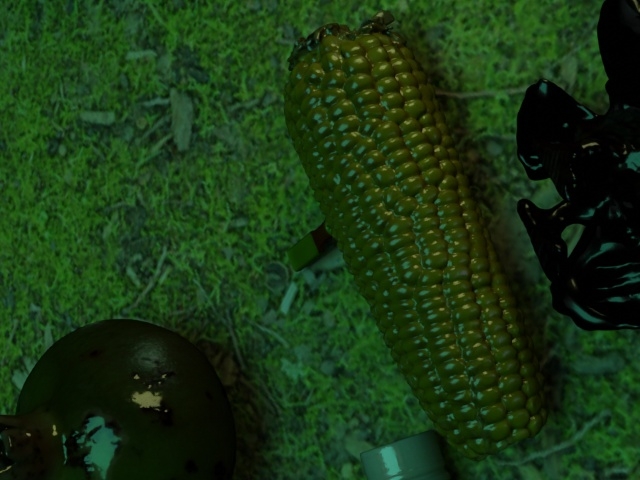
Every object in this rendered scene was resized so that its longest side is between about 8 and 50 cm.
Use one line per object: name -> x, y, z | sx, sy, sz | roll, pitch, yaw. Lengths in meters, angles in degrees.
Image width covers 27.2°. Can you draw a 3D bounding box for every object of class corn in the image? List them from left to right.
corn -> 0.060, -0.002, 0.878 | 0.106, 0.106, 0.305 | -27, 80, 33

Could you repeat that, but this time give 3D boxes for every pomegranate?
pomegranate -> -0.171, 0.146, 0.992 | 0.179, 0.210, 0.179 | -168, 90, -73

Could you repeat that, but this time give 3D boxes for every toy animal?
toy animal -> 0.210, -0.044, 0.791 | 0.179, 0.116, 0.218 | 4, 118, 3

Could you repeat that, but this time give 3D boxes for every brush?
brush -> 0.000, 0.000, 0.950 | 0.019, 0.021, 0.083 | 68, 153, 12

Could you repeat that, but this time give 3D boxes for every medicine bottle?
medicine bottle -> 0.066, 0.181, 0.912 | 0.057, 0.057, 0.089 | -25, 78, 33
